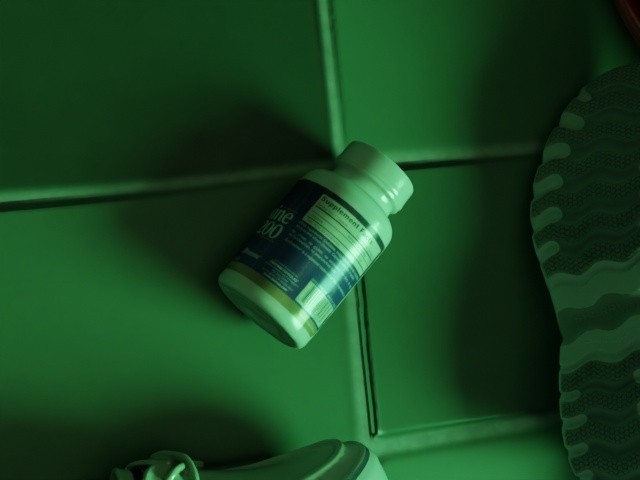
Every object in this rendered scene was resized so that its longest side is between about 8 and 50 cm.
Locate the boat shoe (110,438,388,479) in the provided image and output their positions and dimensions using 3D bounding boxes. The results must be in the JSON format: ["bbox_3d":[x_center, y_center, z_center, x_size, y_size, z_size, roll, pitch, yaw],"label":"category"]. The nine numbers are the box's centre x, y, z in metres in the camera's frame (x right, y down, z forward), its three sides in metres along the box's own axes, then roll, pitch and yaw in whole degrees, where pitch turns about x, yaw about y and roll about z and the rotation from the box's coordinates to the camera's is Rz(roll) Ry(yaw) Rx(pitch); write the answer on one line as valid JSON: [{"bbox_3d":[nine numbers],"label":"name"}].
[{"bbox_3d":[-0.092,0.164,0.794,0.268,0.096,0.088,-23,101,-9],"label":"boat shoe"}]

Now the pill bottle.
[{"bbox_3d":[0.000,0.000,0.838,0.067,0.067,0.120,43,76,-13],"label":"pill bottle"}]

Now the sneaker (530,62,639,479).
[{"bbox_3d":[0.207,0.026,0.910,0.115,0.105,0.281,9,81,-50],"label":"sneaker"}]

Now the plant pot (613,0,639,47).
[{"bbox_3d":[0.301,-0.200,0.882,0.174,0.191,0.191,-32,99,-22],"label":"plant pot"}]
